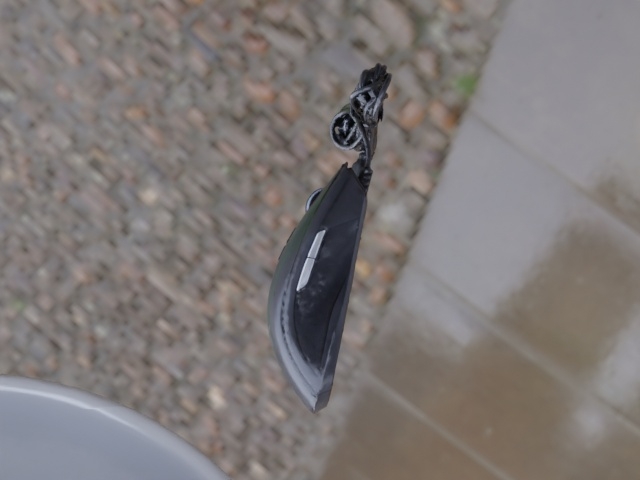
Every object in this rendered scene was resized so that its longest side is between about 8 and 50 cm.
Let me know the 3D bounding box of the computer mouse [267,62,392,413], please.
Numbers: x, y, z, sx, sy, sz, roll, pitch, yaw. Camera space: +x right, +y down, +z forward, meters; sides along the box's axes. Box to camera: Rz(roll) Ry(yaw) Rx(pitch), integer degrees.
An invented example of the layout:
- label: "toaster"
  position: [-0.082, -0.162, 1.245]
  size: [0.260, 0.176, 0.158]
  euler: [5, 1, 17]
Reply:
- label: "computer mouse"
  position: [0.000, 0.000, 1.395]
  size: [0.060, 0.262, 0.184]
  euler: [11, 174, 0]

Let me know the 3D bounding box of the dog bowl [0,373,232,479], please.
- label: "dog bowl"
  position: [-0.150, 0.184, 0.818]
  size: [0.265, 0.265, 0.104]
  euler: [31, 129, 18]
